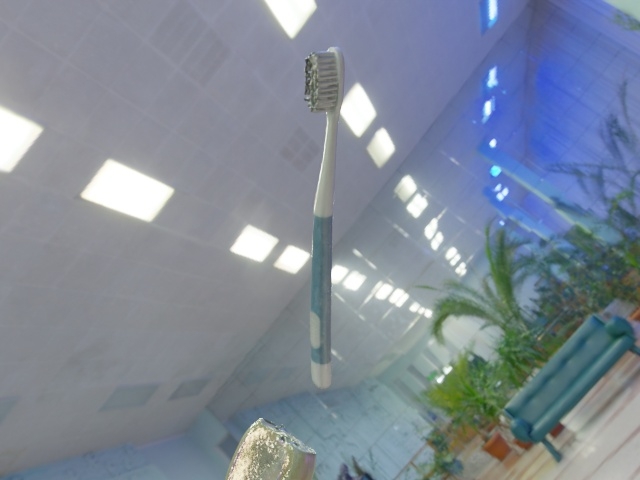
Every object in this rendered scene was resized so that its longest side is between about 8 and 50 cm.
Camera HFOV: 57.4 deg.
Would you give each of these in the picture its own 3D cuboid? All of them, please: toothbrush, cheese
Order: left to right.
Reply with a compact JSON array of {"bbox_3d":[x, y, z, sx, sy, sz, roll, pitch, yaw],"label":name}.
[{"bbox_3d":[-0.075,0.274,0.565,0.037,0.097,0.192,37,-104,-40],"label":"cheese"},{"bbox_3d":[0.000,0.000,0.436,0.025,0.019,0.275,-18,-59,-36],"label":"toothbrush"}]
